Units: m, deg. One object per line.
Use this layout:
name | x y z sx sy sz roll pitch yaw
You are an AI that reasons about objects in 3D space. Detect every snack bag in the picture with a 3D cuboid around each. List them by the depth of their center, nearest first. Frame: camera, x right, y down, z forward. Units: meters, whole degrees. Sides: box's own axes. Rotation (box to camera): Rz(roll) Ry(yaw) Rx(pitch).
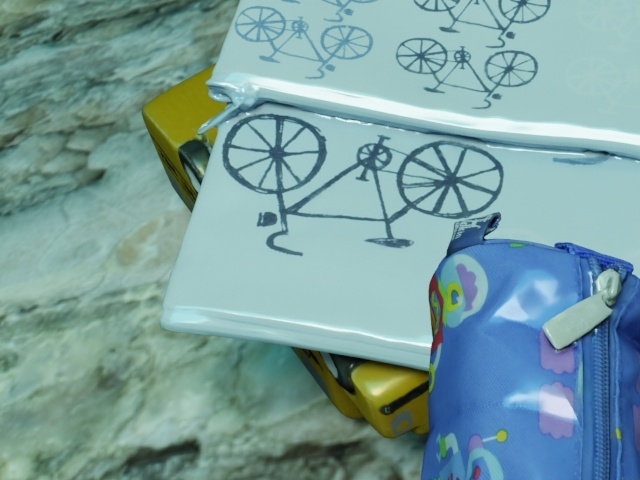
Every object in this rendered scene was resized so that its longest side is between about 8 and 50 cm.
snack bag | 0.083 -0.067 0.859 0.323 0.037 0.342 9 60 12

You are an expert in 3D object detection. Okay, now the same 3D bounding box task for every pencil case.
pencil case | 0.096 0.138 0.639 0.119 0.133 0.306 15 57 -10

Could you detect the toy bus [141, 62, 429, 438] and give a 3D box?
toy bus | 0.000 0.000 0.947 0.108 0.130 0.332 -30 50 -12
